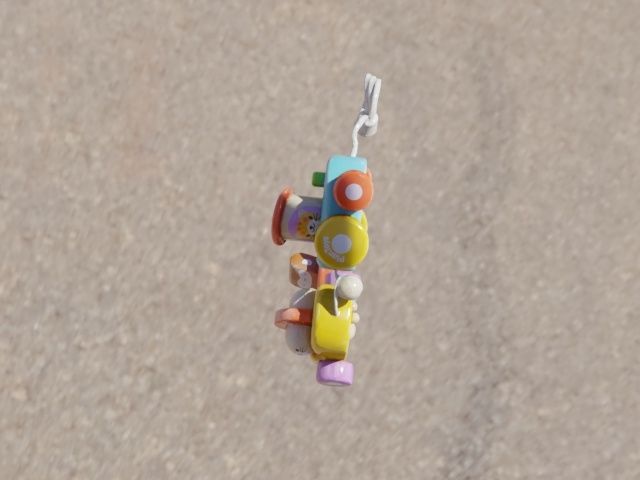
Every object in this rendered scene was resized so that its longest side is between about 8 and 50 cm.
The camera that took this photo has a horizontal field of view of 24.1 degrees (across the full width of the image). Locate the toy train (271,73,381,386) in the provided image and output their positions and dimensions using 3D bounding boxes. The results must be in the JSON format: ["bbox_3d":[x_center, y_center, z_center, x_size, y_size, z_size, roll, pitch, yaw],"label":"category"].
[{"bbox_3d":[0.000,0.000,0.758,0.046,0.166,0.125,5,48,0],"label":"toy train"}]
